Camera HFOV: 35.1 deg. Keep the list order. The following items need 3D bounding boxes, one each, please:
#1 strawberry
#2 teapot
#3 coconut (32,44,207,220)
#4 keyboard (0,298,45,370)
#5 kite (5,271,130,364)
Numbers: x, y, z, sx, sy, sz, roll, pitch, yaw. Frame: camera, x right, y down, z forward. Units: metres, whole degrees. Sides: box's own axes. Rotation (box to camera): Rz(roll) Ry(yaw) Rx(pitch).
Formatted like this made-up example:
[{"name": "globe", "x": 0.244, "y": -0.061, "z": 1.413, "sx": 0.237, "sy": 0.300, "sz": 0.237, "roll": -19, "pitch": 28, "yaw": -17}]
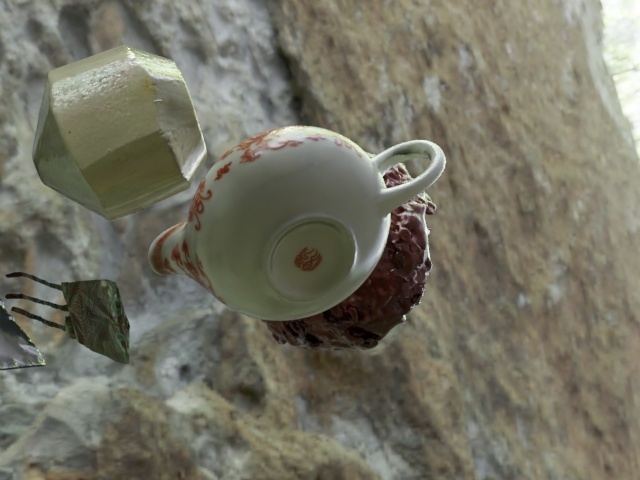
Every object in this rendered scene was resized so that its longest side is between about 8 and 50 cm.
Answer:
[{"name": "strawberry", "x": 0.000, "y": 0.000, "z": 1.212, "sx": 0.220, "sy": 0.274, "sz": 0.274, "roll": 32, "pitch": -130, "yaw": -23}, {"name": "teapot", "x": -0.011, "y": -0.015, "z": 0.790, "sx": 0.246, "sy": 0.116, "sz": 0.159, "roll": -21, "pitch": -69, "yaw": -12}, {"name": "coconut", "x": -0.276, "y": -0.141, "z": 1.351, "sx": 0.241, "sy": 0.241, "sz": 0.241, "roll": 25, "pitch": -122, "yaw": -49}, {"name": "keyboard", "x": -0.363, "y": 0.063, "z": 1.043, "sx": 0.196, "sy": 0.015, "sz": 0.074, "roll": 45, "pitch": -158, "yaw": 21}, {"name": "kite", "x": -0.349, "y": 0.090, "z": 1.393, "sx": 0.016, "sy": 0.229, "sz": 0.127, "roll": -31, "pitch": -50, "yaw": -54}]
